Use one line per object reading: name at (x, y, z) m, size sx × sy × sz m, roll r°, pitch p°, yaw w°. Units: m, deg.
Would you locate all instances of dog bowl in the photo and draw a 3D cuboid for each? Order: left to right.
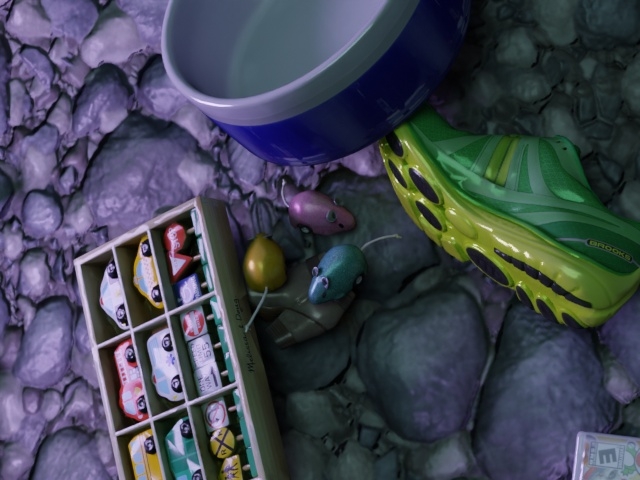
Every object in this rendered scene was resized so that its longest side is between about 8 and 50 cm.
dog bowl at (-0.004, -0.200, 1.313) m, size 0.265 × 0.104 × 0.264 m, roll -20°, pitch 51°, yaw 26°

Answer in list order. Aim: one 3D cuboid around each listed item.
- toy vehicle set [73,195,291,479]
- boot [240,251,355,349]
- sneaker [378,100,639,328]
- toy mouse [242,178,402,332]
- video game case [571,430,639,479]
toy vehicle set at (-0.129, 0.112, 1.356) m, size 0.166 × 0.035 × 0.266 m, roll -26°, pitch 69°, yaw 32°
boot at (-0.026, 0.040, 1.358) m, size 0.087 × 0.042 × 0.118 m, roll -39°, pitch 64°, yaw 1°
sneaker at (0.159, -0.041, 1.280) m, size 0.123 × 0.109 × 0.295 m, roll -37°, pitch 59°, yaw -21°
toy mouse at (0.000, 0.000, 1.336) m, size 0.143 × 0.031 × 0.161 m, roll -7°, pitch 52°, yaw 7°
video game case at (0.292, 0.275, 1.184) m, size 0.206 × 0.026 × 0.226 m, roll 4°, pitch 80°, yaw 22°
